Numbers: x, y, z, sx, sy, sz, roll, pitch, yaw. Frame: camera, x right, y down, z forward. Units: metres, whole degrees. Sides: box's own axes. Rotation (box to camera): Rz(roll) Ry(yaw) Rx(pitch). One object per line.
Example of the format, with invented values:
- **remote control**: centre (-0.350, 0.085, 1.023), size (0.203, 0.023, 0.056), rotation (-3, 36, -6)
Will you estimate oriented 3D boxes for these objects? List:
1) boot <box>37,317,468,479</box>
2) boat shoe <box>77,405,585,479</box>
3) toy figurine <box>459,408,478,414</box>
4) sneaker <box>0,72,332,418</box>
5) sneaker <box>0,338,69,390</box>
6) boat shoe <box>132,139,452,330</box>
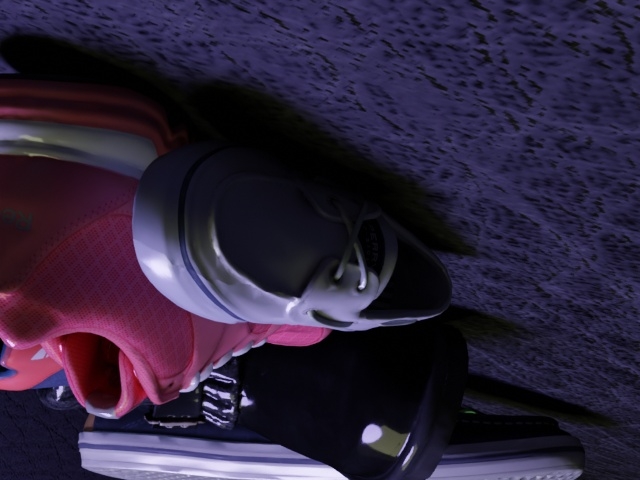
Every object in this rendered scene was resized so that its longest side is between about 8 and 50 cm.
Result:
- **boot**: centre (-0.071, 0.093, 0.921), size (0.260, 0.131, 0.348), rotation (18, 170, -22)
- **boat shoe**: centre (0.006, 0.173, 1.206), size (0.500, 0.156, 0.187), rotation (2, 160, 14)
- **toy figurine**: centre (0.136, 0.248, 1.512), size (0.159, 0.130, 0.173), rotation (19, 152, 46)
- **sneaker**: centre (-0.087, 0.029, 0.636), size (0.116, 0.136, 0.314), rotation (5, 165, 27)
- **sneaker**: centre (-0.292, 0.018, 0.852), size (0.350, 0.131, 0.148), rotation (10, -178, 26)
- **boat shoe**: centre (0.000, 0.000, 0.582), size (0.076, 0.083, 0.226), rotation (-1, 173, 25)
